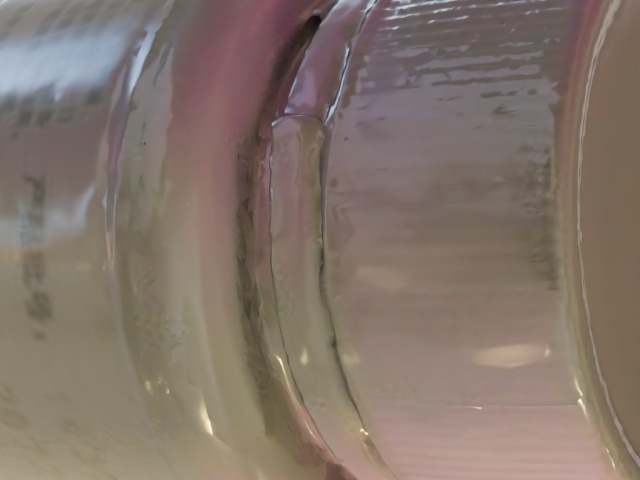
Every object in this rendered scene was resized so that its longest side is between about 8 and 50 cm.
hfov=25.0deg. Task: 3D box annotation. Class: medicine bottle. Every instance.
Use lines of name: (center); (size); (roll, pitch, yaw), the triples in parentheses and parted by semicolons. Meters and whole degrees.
medicine bottle: (0.000, 0.000, 0.561); (0.301, 0.241, 0.241); (-2, -165, 35)
